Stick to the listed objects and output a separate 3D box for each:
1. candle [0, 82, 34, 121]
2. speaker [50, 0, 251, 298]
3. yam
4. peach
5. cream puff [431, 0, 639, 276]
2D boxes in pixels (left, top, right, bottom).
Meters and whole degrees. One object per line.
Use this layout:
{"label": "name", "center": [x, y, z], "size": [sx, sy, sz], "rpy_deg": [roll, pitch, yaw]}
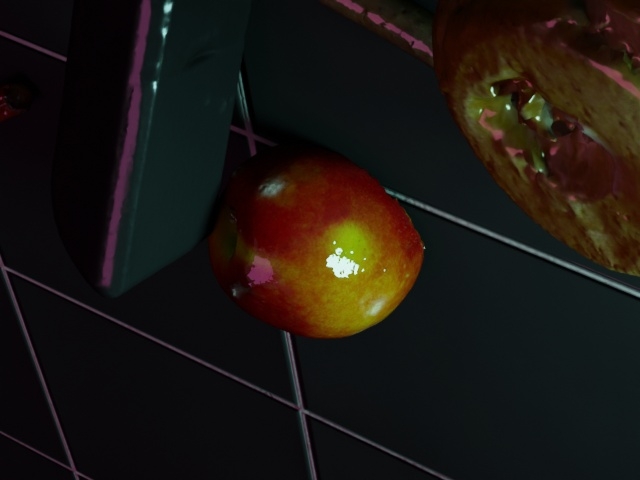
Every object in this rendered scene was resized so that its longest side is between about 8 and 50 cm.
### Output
{"label": "candle", "center": [-0.396, -0.161, 2.289], "size": [0.162, 0.053, 0.048], "rpy_deg": [-11, 118, 55]}
{"label": "speaker", "center": [-0.194, -0.163, 1.848], "size": [0.184, 0.180, 0.388], "rpy_deg": [24, 122, 22]}
{"label": "yam", "center": [0.044, -0.216, 1.743], "size": [0.264, 0.046, 0.046], "rpy_deg": [33, 149, 12]}
{"label": "peach", "center": [0.000, 0.000, 1.997], "size": [0.196, 0.226, 0.190], "rpy_deg": [58, 133, 49]}
{"label": "cream puff", "center": [0.251, -0.137, 1.441], "size": [0.327, 0.231, 0.343], "rpy_deg": [42, 156, 6]}
